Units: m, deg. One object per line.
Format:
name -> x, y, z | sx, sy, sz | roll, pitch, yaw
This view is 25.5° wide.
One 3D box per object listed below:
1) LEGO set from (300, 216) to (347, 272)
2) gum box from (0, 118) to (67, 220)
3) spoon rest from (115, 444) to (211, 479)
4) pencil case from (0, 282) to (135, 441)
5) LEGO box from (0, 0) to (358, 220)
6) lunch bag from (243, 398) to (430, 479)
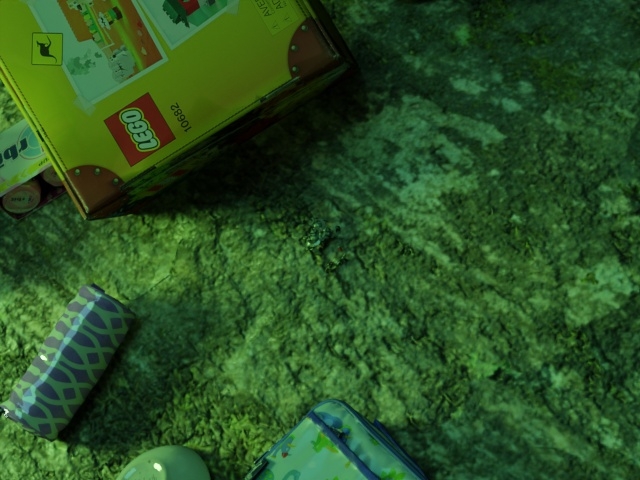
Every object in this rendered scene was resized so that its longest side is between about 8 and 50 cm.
LEGO set -> 0.002, -0.001, 1.710 | 0.054, 0.023, 0.083 | -48, 52, -4
gum box -> -0.371, -0.125, 1.960 | 0.188, 0.062, 0.107 | -30, 53, 10
spoon rest -> -0.171, 0.342, 1.585 | 0.137, 0.084, 0.276 | -31, 39, 8
pencil case -> -0.315, 0.153, 1.762 | 0.206, 0.086, 0.088 | -55, 25, -11
LEGO box -> -0.242, -0.332, 1.771 | 0.373, 0.193, 0.500 | -31, 88, 10
lunch bag -> 0.030, 0.283, 1.492 | 0.176, 0.090, 0.219 | -44, 53, -4
